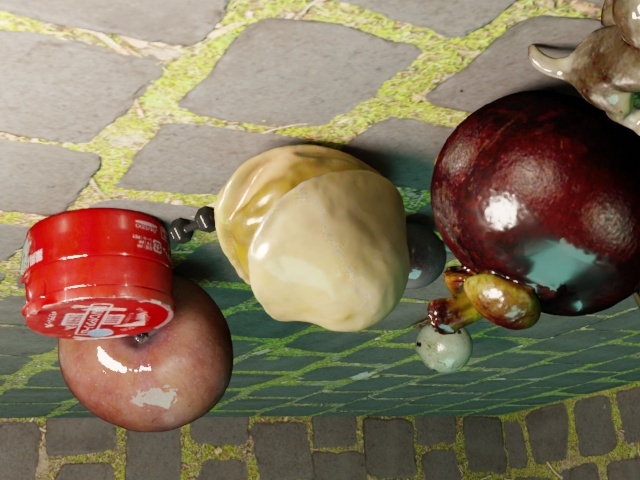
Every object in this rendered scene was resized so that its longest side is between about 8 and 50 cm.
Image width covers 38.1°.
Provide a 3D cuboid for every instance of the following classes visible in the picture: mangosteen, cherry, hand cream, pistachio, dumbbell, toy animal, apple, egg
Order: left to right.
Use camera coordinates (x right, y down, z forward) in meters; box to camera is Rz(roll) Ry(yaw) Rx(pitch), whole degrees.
[{"bbox_3d":[-0.333,0.053,1.399,0.230,0.149,0.230,-4,159,-1],"label":"hand cream"},{"bbox_3d":[-0.298,0.185,1.604,0.306,0.305,0.235,-2,154,-10],"label":"apple"},{"bbox_3d":[-0.189,-0.023,1.385,0.083,0.035,0.040,-21,156,37],"label":"dumbbell"},{"bbox_3d":[0.000,0.000,1.235,0.238,0.229,0.321,-54,141,6],"label":"pistachio"},{"bbox_3d":[0.121,0.027,1.535,0.188,0.115,0.148,-9,-162,34],"label":"cherry"},{"bbox_3d":[0.285,0.251,2.184,0.131,0.131,0.164,3,167,-24],"label":"egg"},{"bbox_3d":[0.269,-0.028,1.096,0.297,0.293,0.297,12,148,8],"label":"mangosteen"},{"bbox_3d":[0.331,-0.196,0.914,0.169,0.121,0.233,17,166,-13],"label":"toy animal"}]

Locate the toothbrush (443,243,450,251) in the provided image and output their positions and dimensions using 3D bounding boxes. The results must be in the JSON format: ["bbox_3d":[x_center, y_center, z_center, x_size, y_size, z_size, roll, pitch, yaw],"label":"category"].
[{"bbox_3d":[0.251,0.017,1.646,0.276,0.025,0.019,5,158,-27],"label":"toothbrush"}]

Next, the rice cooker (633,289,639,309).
[{"bbox_3d":[0.583,0.013,1.261,0.325,0.335,0.335,-15,159,22],"label":"rice cooker"}]

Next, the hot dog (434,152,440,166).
[{"bbox_3d":[0.253,-0.096,1.278,0.216,0.047,0.066,7,-166,-30],"label":"hot dog"}]
